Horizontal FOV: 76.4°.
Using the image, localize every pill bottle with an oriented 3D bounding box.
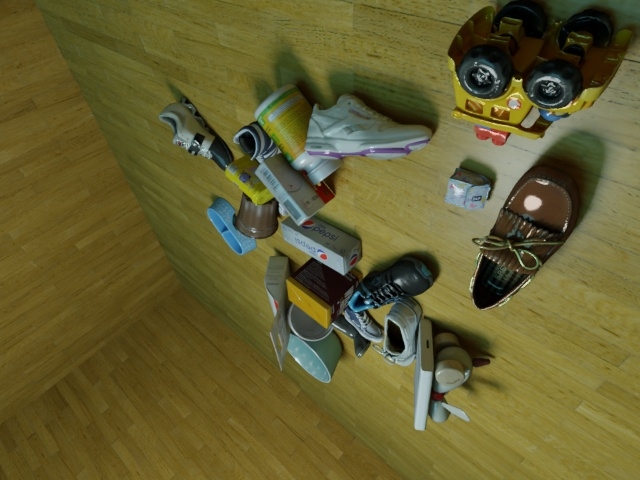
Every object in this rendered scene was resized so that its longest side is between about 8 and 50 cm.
[{"bbox_3d":[-0.050,-0.275,1.083,0.246,0.136,0.136,53,151,-7],"label":"pill bottle"}]

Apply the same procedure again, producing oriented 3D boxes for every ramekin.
[{"bbox_3d":[-0.046,0.316,1.721,0.207,0.207,0.109,52,160,-5],"label":"ramekin"}]

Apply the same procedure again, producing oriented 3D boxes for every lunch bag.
[{"bbox_3d":[0.316,-0.106,0.872,0.083,0.053,0.071,24,145,22],"label":"lunch bag"}]

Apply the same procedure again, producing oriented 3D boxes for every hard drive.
[{"bbox_3d":[0.331,0.435,1.317,0.040,0.203,0.308,2,126,11],"label":"hard drive"}]

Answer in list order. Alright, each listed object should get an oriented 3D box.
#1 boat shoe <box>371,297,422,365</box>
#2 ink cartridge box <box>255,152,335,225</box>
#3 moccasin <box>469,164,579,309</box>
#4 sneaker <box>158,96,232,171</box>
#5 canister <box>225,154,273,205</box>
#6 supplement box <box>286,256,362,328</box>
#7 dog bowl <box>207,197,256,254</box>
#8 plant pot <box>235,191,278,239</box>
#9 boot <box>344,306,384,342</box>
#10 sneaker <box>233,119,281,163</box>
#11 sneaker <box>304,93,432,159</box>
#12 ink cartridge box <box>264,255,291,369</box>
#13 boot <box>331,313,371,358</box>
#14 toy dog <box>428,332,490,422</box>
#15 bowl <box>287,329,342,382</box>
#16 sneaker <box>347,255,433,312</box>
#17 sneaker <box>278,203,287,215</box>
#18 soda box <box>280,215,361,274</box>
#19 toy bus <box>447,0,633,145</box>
[{"bbox_3d":[0.257,0.354,1.390,0.135,0.156,0.367,32,146,28],"label":"boat shoe"},{"bbox_3d":[-0.051,-0.168,1.146,0.189,0.232,0.066,50,133,-2],"label":"ink cartridge box"},{"bbox_3d":[0.387,0.014,0.819,0.139,0.147,0.380,37,149,20],"label":"moccasin"},{"bbox_3d":[-0.477,-0.374,1.547,0.330,0.146,0.122,48,150,-2],"label":"sneaker"},{"bbox_3d":[-0.232,-0.214,1.418,0.170,0.126,0.073,41,146,18],"label":"canister"},{"bbox_3d":[0.016,0.168,1.459,0.191,0.194,0.129,33,147,26],"label":"supplement box"},{"bbox_3d":[-0.422,-0.058,1.915,0.297,0.074,0.166,56,150,-14],"label":"dog bowl"},{"bbox_3d":[-0.227,-0.119,1.504,0.167,0.167,0.165,39,142,18],"label":"plant pot"},{"bbox_3d":[0.163,0.309,1.554,0.190,0.069,0.086,33,150,30],"label":"boot"},{"bbox_3d":[-0.188,-0.275,1.253,0.099,0.153,0.282,44,151,10],"label":"sneaker"},{"bbox_3d":[0.098,-0.261,0.917,0.305,0.114,0.152,7,94,27],"label":"sneaker"},{"bbox_3d":[-0.188,0.307,1.741,0.091,0.385,0.308,2,136,8],"label":"ink cartridge box"},{"bbox_3d":[0.099,0.353,1.596,0.208,0.076,0.189,39,-167,3],"label":"boot"},{"bbox_3d":[0.425,0.437,1.265,0.160,0.220,0.334,3,144,11],"label":"toy dog"},{"bbox_3d":[-0.019,0.503,1.938,0.311,0.163,0.312,33,147,26],"label":"bowl"},{"bbox_3d":[0.208,0.153,1.237,0.125,0.139,0.341,51,150,0],"label":"sneaker"},{"bbox_3d":[-0.117,-0.119,1.462,0.069,0.038,0.098,29,146,33],"label":"sneaker"},{"bbox_3d":[0.000,0.000,1.382,0.286,0.098,0.091,28,144,32],"label":"soda box"},{"bbox_3d":[0.321,-0.233,0.641,0.220,0.149,0.211,28,158,29],"label":"toy bus"}]
